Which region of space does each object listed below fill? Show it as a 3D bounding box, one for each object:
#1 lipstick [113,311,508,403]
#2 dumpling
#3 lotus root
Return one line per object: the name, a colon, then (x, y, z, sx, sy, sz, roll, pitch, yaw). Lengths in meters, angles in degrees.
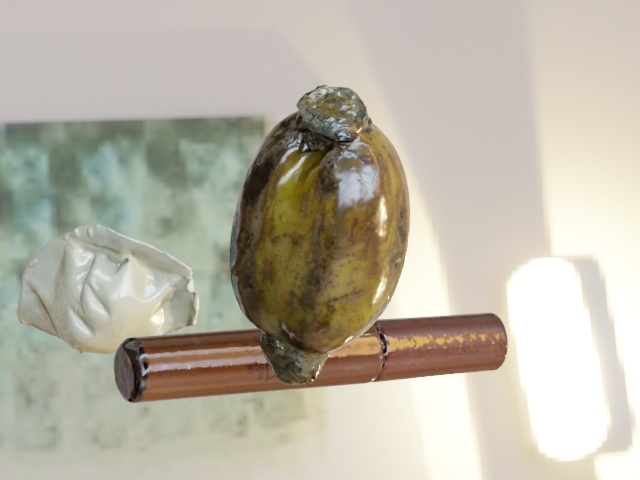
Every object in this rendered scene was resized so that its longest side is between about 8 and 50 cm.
lipstick: (-0.002, 0.096, 1.563, 0.057, 0.357, 0.057, 6, -83, 59)
dumpling: (-0.231, 0.047, 1.975, 0.111, 0.181, 0.155, -123, -155, -54)
lotus root: (0.000, 0.000, 1.247, 0.120, 0.120, 0.209, -132, -133, -59)
